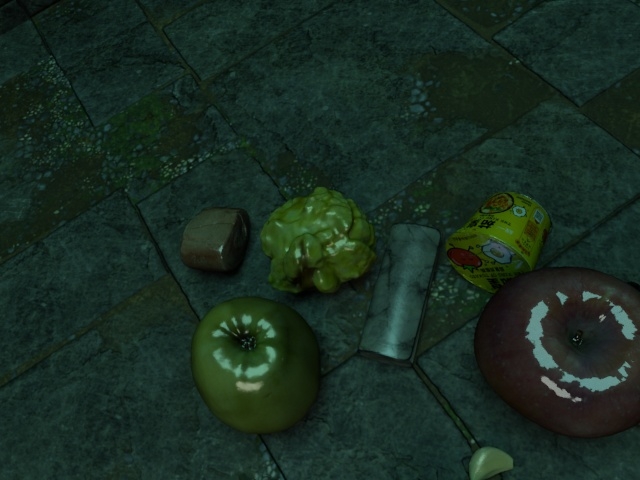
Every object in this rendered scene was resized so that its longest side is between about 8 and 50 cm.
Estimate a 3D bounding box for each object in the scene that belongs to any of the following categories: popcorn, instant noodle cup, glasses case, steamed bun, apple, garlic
[{"bbox_3d":[0.000,0.000,1.241,0.256,0.194,0.254,15,57,21],"label":"popcorn"},{"bbox_3d":[0.361,-0.002,1.158,0.182,0.182,0.144,25,62,25],"label":"instant noodle cup"},{"bbox_3d":[0.167,0.105,1.206,0.114,0.060,0.299,9,64,19],"label":"glasses case"},{"bbox_3d":[-0.242,-0.001,1.351,0.145,0.106,0.175,0,48,21],"label":"steamed bun"},{"bbox_3d":[-0.119,0.231,1.114,0.263,0.262,0.262,-6,60,11],"label":"apple"},{"bbox_3d":[0.419,0.188,0.993,0.306,0.235,0.305,-4,65,10],"label":"apple"},{"bbox_3d":[0.295,0.390,1.028,0.083,0.041,0.053,-16,63,-3],"label":"garlic"}]

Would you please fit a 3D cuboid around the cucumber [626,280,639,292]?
[{"bbox_3d":[0.574,0.104,1.081,0.048,0.105,0.048,-13,57,20],"label":"cucumber"}]

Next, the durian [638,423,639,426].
[{"bbox_3d":[0.592,0.289,0.992,0.131,0.066,0.052,-8,60,-1],"label":"durian"}]
